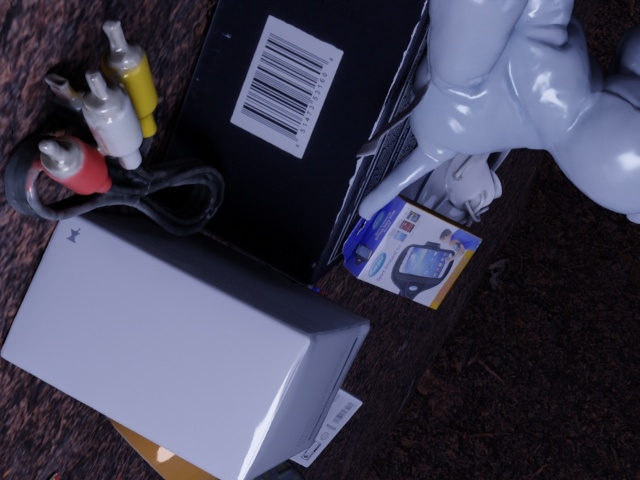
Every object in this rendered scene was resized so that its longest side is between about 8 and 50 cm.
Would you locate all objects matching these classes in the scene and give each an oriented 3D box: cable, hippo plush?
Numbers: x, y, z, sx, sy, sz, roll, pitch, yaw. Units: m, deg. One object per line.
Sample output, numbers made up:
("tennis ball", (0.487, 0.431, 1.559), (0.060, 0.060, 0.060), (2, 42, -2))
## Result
("cable", (-0.139, -0.043, 0.968), (0.140, 0.072, 0.287), (-61, 154, -12))
("hippo plush", (0.201, -0.132, 1.011), (0.294, 0.236, 0.234), (-58, 166, -20))

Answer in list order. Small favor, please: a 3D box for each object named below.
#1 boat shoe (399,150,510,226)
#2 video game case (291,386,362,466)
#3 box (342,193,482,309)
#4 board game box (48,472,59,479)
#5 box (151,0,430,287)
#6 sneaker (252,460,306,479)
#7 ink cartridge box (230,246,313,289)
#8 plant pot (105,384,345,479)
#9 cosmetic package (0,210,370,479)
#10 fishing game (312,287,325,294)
("boat shoe", (0.132, -0.059, 1.231), (0.258, 0.084, 0.095), (-57, 167, -19))
("video game case", (-0.028, 0.161, 1.230), (0.122, 0.011, 0.087), (34, 100, -37))
("box", (0.080, 0.008, 1.155), (0.136, 0.028, 0.081), (21, 105, -48))
("board game box", (-0.301, 0.355, 1.286), (0.124, 0.039, 0.260), (-48, 157, -50))
("box", (0.021, -0.156, 1.194), (0.294, 0.182, 0.296), (-32, 148, -63))
("sneaker", (-0.114, 0.418, 1.900), (0.300, 0.121, 0.111), (-51, 168, -42))
("ink cartridge box", (-0.050, 0.017, 1.444), (0.046, 0.097, 0.207), (-43, 155, -56))
("plant pot", (-0.110, 0.151, 1.307), (0.188, 0.205, 0.205), (-45, 163, -9))
("cosmetic package", (-0.104, 0.083, 1.085), (0.138, 0.224, 0.224), (-64, 167, 4))
("fishing game", (0.000, 0.000, 1.737), (0.189, 0.041, 0.264), (-34, 154, -50))
